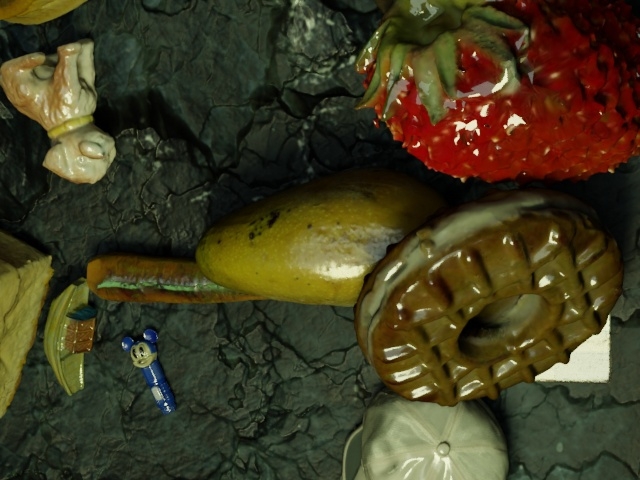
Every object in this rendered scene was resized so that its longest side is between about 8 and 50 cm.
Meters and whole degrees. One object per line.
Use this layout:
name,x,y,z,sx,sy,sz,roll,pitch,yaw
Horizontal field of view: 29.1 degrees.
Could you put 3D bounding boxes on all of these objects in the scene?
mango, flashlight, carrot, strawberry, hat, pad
mango,0.000,-0.003,1.512,0.329,0.176,0.175,0,71,7
flashlight,-0.233,0.185,1.707,0.057,0.035,0.121,-20,95,18
carrot,-0.186,0.049,1.650,0.260,0.070,0.070,0,102,15
strawberry,0.219,-0.172,1.386,0.292,0.292,0.343,-41,130,20
hat,0.123,0.315,1.574,0.232,0.161,0.275,30,112,12
pad,0.250,0.104,1.569,0.235,0.003,0.158,1,102,16

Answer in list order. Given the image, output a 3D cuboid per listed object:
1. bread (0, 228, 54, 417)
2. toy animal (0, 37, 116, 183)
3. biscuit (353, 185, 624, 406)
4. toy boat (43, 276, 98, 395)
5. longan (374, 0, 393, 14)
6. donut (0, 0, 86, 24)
bread,-0.546,0.105,1.688,0.279,0.207,0.279,27,107,10
toy animal,-0.364,-0.156,1.639,0.184,0.104,0.185,-13,103,16
biscuit,0.196,0.071,1.428,0.332,0.332,0.103,-41,48,20
toy boat,-0.342,0.132,1.710,0.066,0.065,0.172,20,114,21
longan,0.113,-0.306,1.471,0.113,0.092,0.113,0,93,5
donut,-0.393,-0.439,1.552,0.330,0.160,0.330,2,96,20
